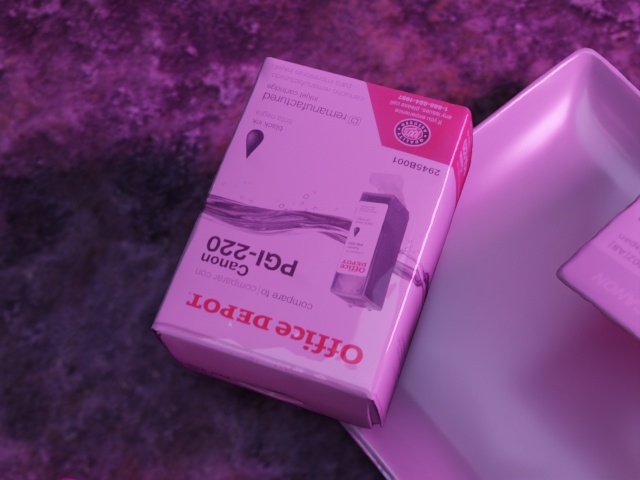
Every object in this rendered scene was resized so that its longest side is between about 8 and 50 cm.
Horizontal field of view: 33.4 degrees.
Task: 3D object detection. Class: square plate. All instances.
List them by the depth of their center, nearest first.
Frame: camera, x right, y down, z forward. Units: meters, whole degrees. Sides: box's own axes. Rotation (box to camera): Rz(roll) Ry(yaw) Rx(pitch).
[{"bbox_3d":[0.182,0.072,0.773,0.347,0.049,0.344,-36,70,-11],"label":"square plate"}]

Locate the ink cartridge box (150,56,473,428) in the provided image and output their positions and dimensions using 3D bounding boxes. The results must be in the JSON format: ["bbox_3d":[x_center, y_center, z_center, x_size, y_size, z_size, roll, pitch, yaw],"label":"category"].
[{"bbox_3d":[0.000,0.000,0.739,0.158,0.092,0.218,16,72,12],"label":"ink cartridge box"}]

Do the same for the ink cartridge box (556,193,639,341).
[{"bbox_3d":[0.386,0.027,0.690,0.385,0.091,0.308,-36,59,-23],"label":"ink cartridge box"}]

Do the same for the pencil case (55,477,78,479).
[{"bbox_3d":[-0.165,0.271,0.687,0.104,0.104,0.236,9,67,6],"label":"pencil case"}]
